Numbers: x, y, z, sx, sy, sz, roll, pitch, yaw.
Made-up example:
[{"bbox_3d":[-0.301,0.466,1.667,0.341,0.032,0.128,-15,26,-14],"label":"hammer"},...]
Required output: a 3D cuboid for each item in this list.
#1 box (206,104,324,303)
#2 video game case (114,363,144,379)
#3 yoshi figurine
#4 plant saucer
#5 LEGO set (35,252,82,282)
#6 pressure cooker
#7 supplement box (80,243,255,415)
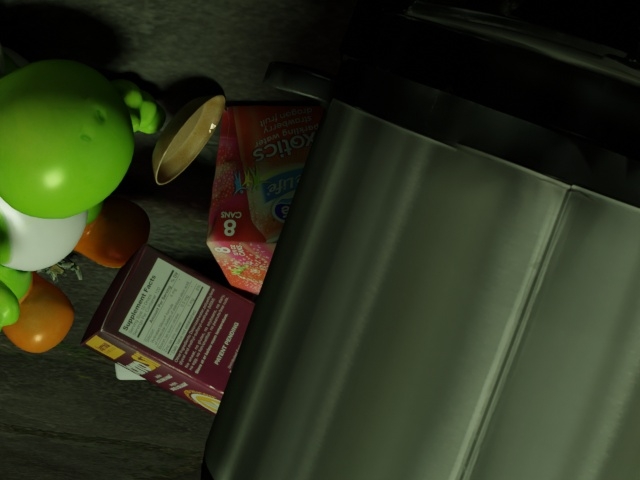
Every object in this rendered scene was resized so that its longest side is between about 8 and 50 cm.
[{"bbox_3d":[0.000,0.000,1.171,0.128,0.122,0.257,2,157,10],"label":"box"},{"bbox_3d":[-0.063,0.091,1.377,0.213,0.023,0.193,-2,-164,19],"label":"video game case"},{"bbox_3d":[-0.209,-0.035,1.079,0.203,0.203,0.362,-11,155,-2],"label":"yoshi figurine"},{"bbox_3d":[-0.103,-0.080,1.080,0.015,0.083,0.083,37,159,9],"label":"plant saucer"},{"bbox_3d":[-0.274,0.019,1.417,0.083,0.023,0.054,23,152,-7],"label":"LEGO set"},{"bbox_3d":[0.156,0.036,0.870,0.370,0.420,0.375,13,-171,-38],"label":"pressure cooker"},{"bbox_3d":[-0.088,0.088,1.156,0.188,0.080,0.104,29,162,-11],"label":"supplement box"}]
